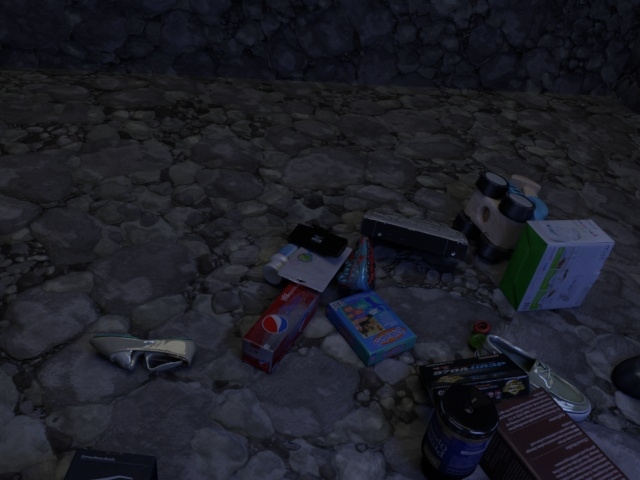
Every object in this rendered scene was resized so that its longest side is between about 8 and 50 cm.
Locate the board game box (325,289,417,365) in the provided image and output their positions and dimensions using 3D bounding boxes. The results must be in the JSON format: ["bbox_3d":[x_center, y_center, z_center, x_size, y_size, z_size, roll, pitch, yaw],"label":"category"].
[{"bbox_3d":[0.135,0.231,1.480,0.160,0.047,0.210,-14,41,-29],"label":"board game box"}]

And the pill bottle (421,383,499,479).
[{"bbox_3d":[0.279,0.412,1.122,0.122,0.219,0.123,6,36,-4],"label":"pill bottle"}]

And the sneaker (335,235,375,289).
[{"bbox_3d":[0.098,0.065,1.647,0.125,0.104,0.262,-10,20,10],"label":"sneaker"}]

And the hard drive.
[{"bbox_3d":[0.306,-0.027,1.780,0.338,0.064,0.237,14,12,9],"label":"hard drive"}]

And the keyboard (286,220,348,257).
[{"bbox_3d":[0.000,0.000,1.615,0.192,0.038,0.100,20,58,32],"label":"keyboard"}]

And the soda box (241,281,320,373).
[{"bbox_3d":[-0.100,0.219,1.417,0.092,0.083,0.263,21,37,17],"label":"soda box"}]

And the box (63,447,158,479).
[{"bbox_3d":[-0.389,0.493,0.964,0.153,0.108,0.207,7,36,-2],"label":"box"}]

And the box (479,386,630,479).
[{"bbox_3d":[0.502,0.508,1.114,0.191,0.143,0.381,-10,39,-25],"label":"box"}]

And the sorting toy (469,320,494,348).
[{"bbox_3d":[0.451,0.272,1.509,0.061,0.042,0.102,8,45,25],"label":"sorting toy"}]

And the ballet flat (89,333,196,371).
[{"bbox_3d":[-0.424,0.270,1.291,0.248,0.086,0.086,3,37,-10],"label":"ballet flat"}]

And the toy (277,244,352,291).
[{"bbox_3d":[-0.013,0.075,1.571,0.136,0.056,0.237,20,38,15],"label":"toy"}]

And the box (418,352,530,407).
[{"bbox_3d":[0.357,0.328,1.282,0.220,0.051,0.175,-9,4,2],"label":"box"}]

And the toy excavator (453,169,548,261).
[{"bbox_3d":[0.707,-0.113,1.974,0.445,0.222,0.433,7,34,-27],"label":"toy excavator"}]

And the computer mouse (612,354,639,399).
[{"bbox_3d":[0.915,0.350,1.468,0.272,0.072,0.188,-7,40,-21],"label":"computer mouse"}]

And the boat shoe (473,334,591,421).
[{"bbox_3d":[0.535,0.347,1.371,0.302,0.094,0.109,26,39,21],"label":"boat shoe"}]

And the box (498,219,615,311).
[{"bbox_3d":[0.705,0.077,1.631,0.231,0.262,0.127,-3,38,-14],"label":"box"}]

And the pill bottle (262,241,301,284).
[{"bbox_3d":[-0.101,0.063,1.624,0.087,0.087,0.160,25,39,21],"label":"pill bottle"}]
